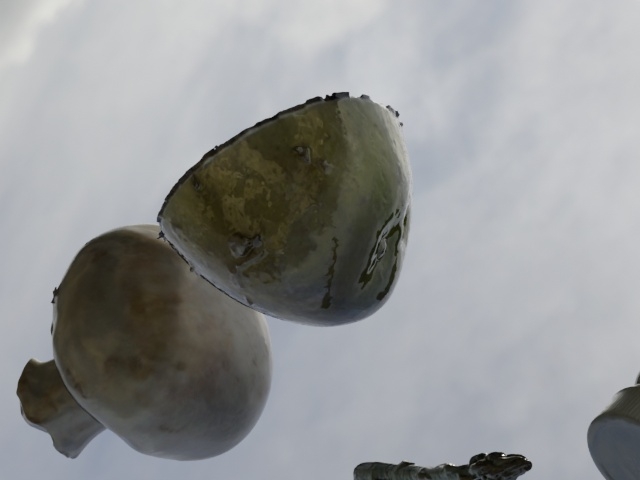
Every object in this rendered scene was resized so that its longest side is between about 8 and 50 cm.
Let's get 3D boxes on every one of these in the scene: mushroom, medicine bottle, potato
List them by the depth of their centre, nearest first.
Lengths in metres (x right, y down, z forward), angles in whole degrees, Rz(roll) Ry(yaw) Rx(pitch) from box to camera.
[{"bbox_3d":[0.000,0.000,1.123,0.182,0.202,0.117,-33,-112,3],"label":"potato"},{"bbox_3d":[0.304,0.132,1.364,0.168,0.105,0.105,-40,-158,-31],"label":"medicine bottle"},{"bbox_3d":[-0.212,0.138,1.972,0.290,0.297,0.297,-33,-144,27],"label":"mushroom"}]

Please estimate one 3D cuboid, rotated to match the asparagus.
[{"bbox_3d":[0.066,0.143,1.023,0.023,0.022,0.233,-28,-178,-24],"label":"asparagus"}]
